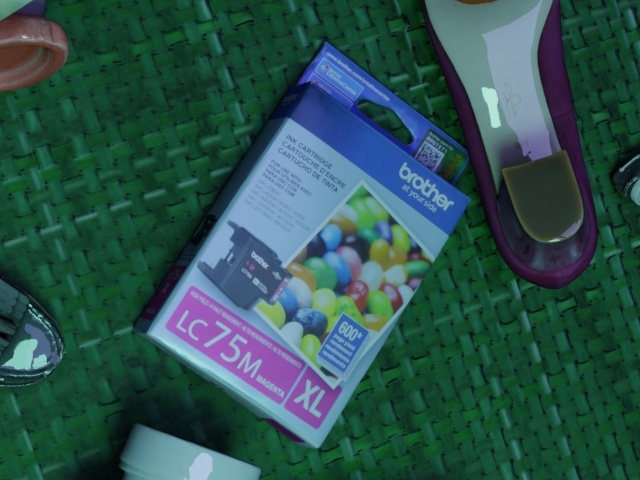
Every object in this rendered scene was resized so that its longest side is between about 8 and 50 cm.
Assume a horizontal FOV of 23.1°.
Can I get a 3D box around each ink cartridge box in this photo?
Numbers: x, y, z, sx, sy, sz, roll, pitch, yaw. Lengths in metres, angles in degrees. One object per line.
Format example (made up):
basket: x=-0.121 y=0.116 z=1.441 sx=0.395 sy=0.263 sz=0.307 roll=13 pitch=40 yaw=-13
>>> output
ink cartridge box: x=0.000 y=0.000 z=1.355 sx=0.186 sy=0.065 sz=0.311 roll=36 pitch=76 yaw=-16

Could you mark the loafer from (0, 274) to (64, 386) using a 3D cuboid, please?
loafer: x=-0.320 y=0.043 z=1.223 sx=0.267 sy=0.084 sz=0.096 roll=29 pitch=79 yaw=-17

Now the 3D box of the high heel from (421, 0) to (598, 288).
high heel: x=0.167 y=-0.142 z=1.425 sx=0.127 sy=0.181 sz=0.377 roll=-8 pitch=73 yaw=5

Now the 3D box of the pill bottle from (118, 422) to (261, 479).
pill bottle: x=-0.143 y=0.291 z=1.247 sx=0.152 sy=0.152 sz=0.272 roll=23 pitch=81 yaw=-18

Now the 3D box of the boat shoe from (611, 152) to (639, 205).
boat shoe: x=0.330 y=-0.081 z=1.487 sx=0.125 sy=0.038 sz=0.046 roll=-39 pitch=144 yaw=-16

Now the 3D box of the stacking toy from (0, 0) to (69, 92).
stacking toy: x=-0.334 y=-0.206 z=1.131 sx=0.309 sy=0.279 sz=0.130 roll=0 pitch=78 yaw=-19
